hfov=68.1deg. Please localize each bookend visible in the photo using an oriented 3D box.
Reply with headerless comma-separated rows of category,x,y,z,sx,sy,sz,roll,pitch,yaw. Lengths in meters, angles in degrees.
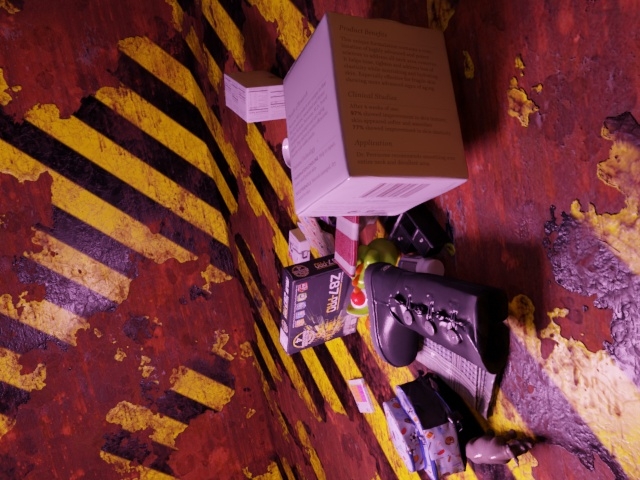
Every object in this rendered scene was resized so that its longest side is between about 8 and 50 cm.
bookend,0.285,-0.002,1.390,0.156,0.072,0.157,59,151,29

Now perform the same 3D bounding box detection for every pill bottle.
pill bottle,0.297,0.084,1.403,0.137,0.078,0.078,6,109,64

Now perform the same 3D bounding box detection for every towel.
towel,0.092,-0.069,1.504,0.237,0.037,0.330,-132,45,-76
towel,0.385,0.312,1.375,0.324,0.056,0.313,37,135,52

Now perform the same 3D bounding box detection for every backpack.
backpack,0.320,0.578,1.420,0.276,0.213,0.264,-111,-3,-77

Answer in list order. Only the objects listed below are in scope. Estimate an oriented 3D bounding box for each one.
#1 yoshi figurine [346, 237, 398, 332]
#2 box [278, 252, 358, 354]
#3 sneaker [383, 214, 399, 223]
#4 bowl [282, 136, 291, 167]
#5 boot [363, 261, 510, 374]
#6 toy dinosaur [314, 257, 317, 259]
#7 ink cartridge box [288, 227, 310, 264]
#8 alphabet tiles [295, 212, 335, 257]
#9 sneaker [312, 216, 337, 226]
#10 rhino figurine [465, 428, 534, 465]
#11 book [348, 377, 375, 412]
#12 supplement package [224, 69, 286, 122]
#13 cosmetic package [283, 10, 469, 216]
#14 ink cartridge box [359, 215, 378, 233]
yoshi figurine,0.192,0.132,1.598,0.363,0.203,0.203,84,-170,-46
box,0.006,0.234,1.802,0.097,0.317,0.395,49,143,42
sneaker,0.224,-0.137,1.471,0.089,0.051,0.170,61,147,28
bowl,-0.052,-0.344,1.796,0.289,0.155,0.290,39,137,50
boot,0.318,0.255,1.296,0.445,0.146,0.368,10,125,55
toy dinosaur,0.011,0.145,2.041,0.211,0.064,0.113,37,134,52
ink cartridge box,-0.098,0.032,2.201,0.109,0.063,0.151,48,144,44
alphabet tiles,0.000,0.000,1.927,0.284,0.021,0.278,27,151,58
sneaker,0.007,-0.103,1.841,0.161,0.102,0.282,61,165,16
rhino figurine,0.478,0.552,1.255,0.073,0.106,0.243,68,154,14
book,0.177,0.660,2.019,0.096,0.035,0.145,-33,74,60
supplement package,-0.272,-0.624,2.035,0.262,0.203,0.145,45,141,46
cosmetic package,0.120,-0.289,1.201,0.327,0.328,0.395,152,115,-65
ink cartridge box,0.149,-0.127,1.538,0.115,0.067,0.199,116,149,-66
